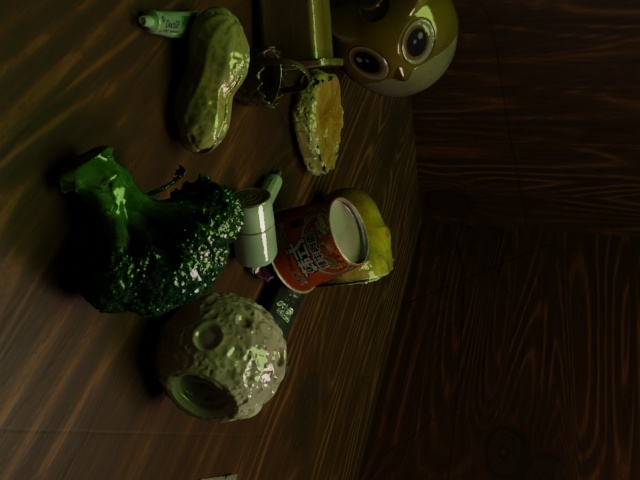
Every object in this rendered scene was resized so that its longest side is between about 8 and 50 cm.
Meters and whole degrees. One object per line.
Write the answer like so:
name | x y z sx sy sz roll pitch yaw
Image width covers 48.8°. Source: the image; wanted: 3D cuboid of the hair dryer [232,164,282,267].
hair dryer | -0.137 -0.094 1.779 0.357 0.108 0.172 -70 160 -57

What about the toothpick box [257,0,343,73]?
toothpick box | -0.064 -0.574 1.741 0.187 0.190 0.307 -37 124 -67

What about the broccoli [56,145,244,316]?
broccoli | -0.268 -0.024 1.127 0.297 0.298 0.297 59 34 -27

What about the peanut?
peanut | -0.214 -0.312 1.389 0.130 0.130 0.290 3 102 -73

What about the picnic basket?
picnic basket | -0.112 -0.374 1.620 0.128 0.179 0.137 47 50 -66

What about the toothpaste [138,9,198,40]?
toothpaste | -0.279 -0.406 1.321 0.218 0.041 0.064 -42 147 -69

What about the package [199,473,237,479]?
package | -0.249 0.693 1.679 0.204 0.062 0.250 42 41 -68

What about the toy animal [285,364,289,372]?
toy animal | -0.142 0.335 1.899 0.220 0.062 0.107 22 75 -58

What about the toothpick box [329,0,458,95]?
toothpick box | 0.221 -0.670 2.224 0.425 0.409 0.408 26 70 -65

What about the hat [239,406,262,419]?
hat | -0.164 0.302 1.678 0.232 0.161 0.274 -51 146 -54

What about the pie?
pie | 0.000 -0.361 2.142 0.339 0.083 0.339 2 90 -72

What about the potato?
potato | 0.069 -0.019 2.205 0.397 0.290 0.295 -10 91 -71

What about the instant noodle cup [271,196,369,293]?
instant noodle cup | 0.000 0.000 1.917 0.250 0.192 0.250 35 45 -44

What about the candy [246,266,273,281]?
candy | -0.158 0.076 1.813 0.043 0.045 0.175 -66 157 -13

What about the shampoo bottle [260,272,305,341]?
shampoo bottle | -0.097 0.149 1.946 0.098 0.071 0.309 43 42 -20

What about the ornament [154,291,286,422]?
ornament | -0.193 0.225 1.399 0.225 0.260 0.259 -65 153 -46
